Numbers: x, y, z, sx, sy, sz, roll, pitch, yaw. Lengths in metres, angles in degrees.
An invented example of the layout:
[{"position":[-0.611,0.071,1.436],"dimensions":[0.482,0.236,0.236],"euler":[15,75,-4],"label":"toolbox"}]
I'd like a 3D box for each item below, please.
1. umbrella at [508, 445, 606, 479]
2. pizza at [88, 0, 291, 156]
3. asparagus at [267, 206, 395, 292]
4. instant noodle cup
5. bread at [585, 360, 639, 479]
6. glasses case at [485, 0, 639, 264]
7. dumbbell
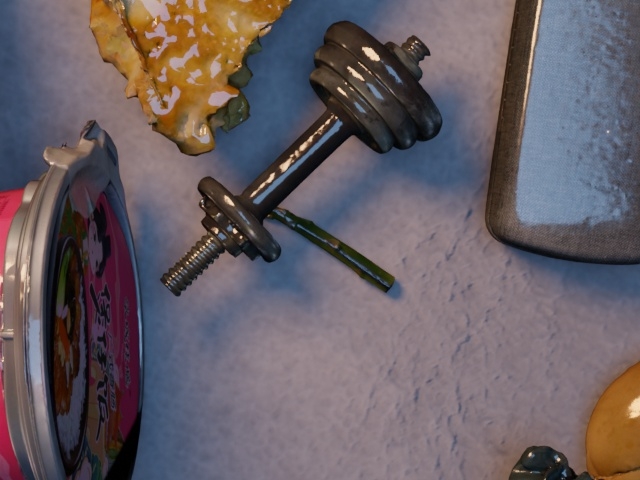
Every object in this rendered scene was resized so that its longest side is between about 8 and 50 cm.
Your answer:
[{"position":[0.103,0.304,1.270],"dimensions":[0.143,0.094,0.349],"euler":[40,95,-5],"label":"umbrella"},{"position":[-0.103,-0.266,1.230],"dimensions":[0.439,0.130,0.406],"euler":[8,91,-17],"label":"pizza"},{"position":[0.000,0.000,1.298],"dimensions":[0.127,0.015,0.018],"euler":[32,86,-5],"label":"asparagus"},{"position":[-0.235,0.071,1.177],"dimensions":[0.181,0.258,0.302],"euler":[-3,57,8],"label":"instant noodle cup"},{"position":[0.284,0.129,1.302],"dimensions":[0.189,0.077,0.114],"euler":[-32,90,-2],"label":"bread"},{"position":[0.206,-0.145,1.288],"dimensions":[0.131,0.074,0.323],"euler":[9,90,-5],"label":"glasses case"},{"position":[-0.018,-0.055,1.245],"dimensions":[0.254,0.110,0.110],"euler":[-43,95,-5],"label":"dumbbell"}]
